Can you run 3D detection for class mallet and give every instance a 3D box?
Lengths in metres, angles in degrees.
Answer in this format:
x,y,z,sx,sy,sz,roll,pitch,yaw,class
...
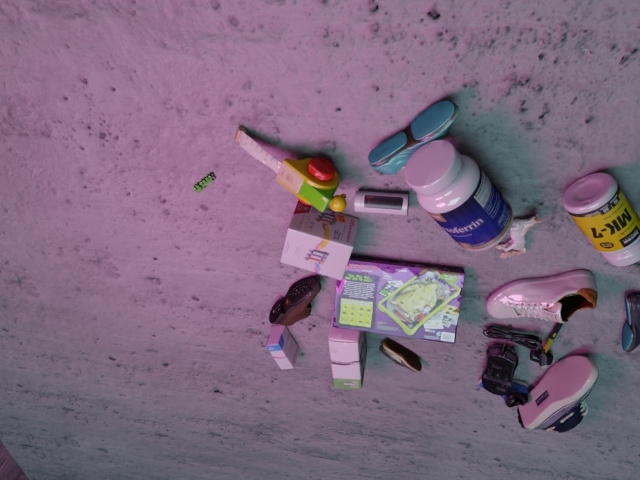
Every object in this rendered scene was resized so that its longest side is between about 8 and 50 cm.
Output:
x,y,z,sx,sy,sz,roll,pitch,yaw,class
0.657,0.285,1.605,0.062,0.039,0.190,8,125,11,mallet

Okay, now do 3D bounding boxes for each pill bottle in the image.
x,y,z,sx,sy,sz,roll,pitch,yaw,class
0.313,-0.100,1.256,0.153,0.153,0.264,-27,133,31,pill bottle
0.660,-0.044,1.273,0.119,0.119,0.208,-30,117,32,pill bottle

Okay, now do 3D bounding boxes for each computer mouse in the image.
x,y,z,sx,sy,sz,roll,pitch,yaw,class
0.581,0.363,1.659,0.184,0.060,0.262,9,123,27,computer mouse

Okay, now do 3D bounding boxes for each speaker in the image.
x,y,z,sx,sy,sz,roll,pitch,yaw,class
0.154,-0.095,1.402,0.136,0.055,0.055,5,130,11,speaker

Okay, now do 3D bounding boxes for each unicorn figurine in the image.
x,y,z,sx,sy,sz,roll,pitch,yaw,class
0.487,-0.021,1.384,0.111,0.060,0.162,-3,144,16,unicorn figurine

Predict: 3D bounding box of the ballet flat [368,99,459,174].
x,y,z,sx,sy,sz,roll,pitch,yaw,class
0.224,-0.229,1.270,0.247,0.083,0.087,-31,140,33,ballet flat

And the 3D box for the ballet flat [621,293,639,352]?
x,y,z,sx,sy,sz,roll,pitch,yaw,class
0.849,0.224,1.480,0.074,0.074,0.203,-5,125,18,ballet flat

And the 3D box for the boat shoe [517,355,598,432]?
x,y,z,sx,sy,sz,roll,pitch,yaw,class
0.760,0.473,1.690,0.158,0.127,0.340,14,134,-16,boat shoe

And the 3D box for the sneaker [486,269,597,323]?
x,y,z,sx,sy,sz,roll,pitch,yaw,class
0.578,0.168,1.468,0.290,0.123,0.106,-22,122,30,sneaker

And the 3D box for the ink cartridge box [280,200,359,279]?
x,y,z,sx,sy,sz,roll,pitch,yaw,class
0.000,0.000,1.471,0.176,0.128,0.127,17,131,-1,ink cartridge box

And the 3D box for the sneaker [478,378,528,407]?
x,y,z,sx,sy,sz,roll,pitch,yaw,class
0.577,0.479,1.748,0.152,0.084,0.058,7,130,9,sneaker

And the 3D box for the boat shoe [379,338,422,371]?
x,y,z,sx,sy,sz,roll,pitch,yaw,class
0.254,0.369,1.764,0.152,0.056,0.049,39,133,-6,boat shoe

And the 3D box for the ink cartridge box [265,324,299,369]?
x,y,z,sx,sy,sz,roll,pitch,yaw,class
-0.123,0.349,1.815,0.052,0.088,0.122,-12,125,23,ink cartridge box

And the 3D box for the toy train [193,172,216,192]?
x,y,z,sx,sy,sz,roll,pitch,yaw,class
-0.313,-0.155,1.496,0.083,0.017,0.023,-30,126,32,toy train

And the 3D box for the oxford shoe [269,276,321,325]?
x,y,z,sx,sy,sz,roll,pitch,yaw,class
-0.058,0.186,1.684,0.096,0.083,0.227,21,134,-29,oxford shoe

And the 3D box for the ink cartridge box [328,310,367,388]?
x,y,z,sx,sy,sz,roll,pitch,yaw,class
0.087,0.321,1.692,0.092,0.160,0.219,2,130,11,ink cartridge box

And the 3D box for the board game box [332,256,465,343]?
x,y,z,sx,sy,sz,roll,pitch,yaw,class
0.214,0.163,1.551,0.346,0.056,0.208,7,108,9,board game box

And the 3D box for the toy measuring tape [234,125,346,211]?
x,y,z,sx,sy,sz,roll,pitch,yaw,class
-0.060,-0.184,1.376,0.330,0.121,0.121,39,131,11,toy measuring tape
